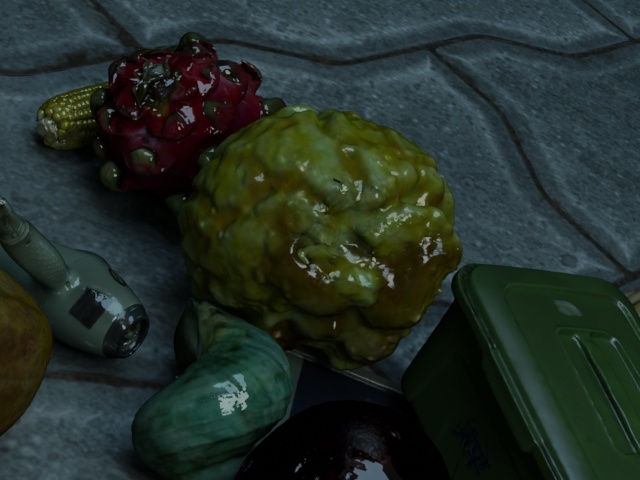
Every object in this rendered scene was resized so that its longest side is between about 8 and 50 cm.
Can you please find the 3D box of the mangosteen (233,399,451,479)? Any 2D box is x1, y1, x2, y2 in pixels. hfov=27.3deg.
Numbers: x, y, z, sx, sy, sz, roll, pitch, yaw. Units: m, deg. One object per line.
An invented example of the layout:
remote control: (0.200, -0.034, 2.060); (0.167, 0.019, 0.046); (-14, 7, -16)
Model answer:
mangosteen: (0.035, 0.258, 1.120); (0.250, 0.211, 0.211); (45, 32, -20)

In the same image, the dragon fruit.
dragon fruit: (-0.136, -0.136, 1.473); (0.218, 0.198, 0.273); (24, 35, 10)

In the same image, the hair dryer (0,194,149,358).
hair dryer: (-0.293, -0.004, 1.225); (0.229, 0.267, 0.092); (25, 71, 38)

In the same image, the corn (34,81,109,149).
corn: (-0.247, -0.151, 1.530); (0.067, 0.067, 0.206); (42, 37, 20)

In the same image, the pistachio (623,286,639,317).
pistachio: (0.433, 0.149, 1.482); (0.309, 0.230, 0.230); (27, 36, -14)

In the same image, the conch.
conch: (-0.101, 0.148, 1.203); (0.122, 0.176, 0.188); (41, 54, -22)

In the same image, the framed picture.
framed picture: (0.060, 0.213, 1.319); (0.281, 0.019, 0.209); (22, 36, -7)

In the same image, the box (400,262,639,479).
box: (0.238, 0.196, 1.294); (0.253, 0.178, 0.329); (7, 47, -35)

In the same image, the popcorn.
popcorn: (-0.007, -0.006, 1.314); (0.282, 0.282, 0.247); (15, 43, -16)

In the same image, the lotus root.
lotus root: (-0.327, 0.085, 1.110); (0.199, 0.188, 0.180); (42, 28, 24)
